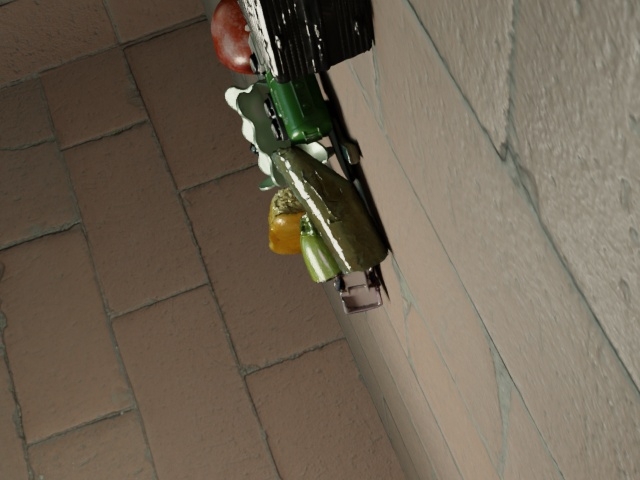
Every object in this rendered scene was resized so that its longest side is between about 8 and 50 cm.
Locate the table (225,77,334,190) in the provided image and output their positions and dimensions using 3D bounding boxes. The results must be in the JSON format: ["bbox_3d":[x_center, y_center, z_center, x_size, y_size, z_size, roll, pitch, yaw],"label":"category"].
[{"bbox_3d":[-0.084,-0.218,2.057,0.198,0.167,0.166,63,178,-22],"label":"table"}]

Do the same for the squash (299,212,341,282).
[{"bbox_3d":[-0.006,-0.002,1.985,0.132,0.105,0.105,56,179,-17],"label":"squash"}]

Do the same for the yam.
[{"bbox_3d":[0.017,-0.065,1.907,0.259,0.106,0.106,59,176,-7],"label":"yam"}]

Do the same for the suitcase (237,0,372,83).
[{"bbox_3d":[-0.055,-0.374,1.286,0.335,0.152,0.229,77,172,-60],"label":"suitcase"}]

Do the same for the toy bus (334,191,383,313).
[{"bbox_3d":[0.054,0.012,2.109,0.112,0.090,0.274,-100,-5,-51],"label":"toy bus"}]

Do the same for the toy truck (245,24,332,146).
[{"bbox_3d":[-0.053,-0.278,1.908,0.125,0.101,0.242,107,144,-74],"label":"toy truck"}]

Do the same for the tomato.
[{"bbox_3d":[-0.138,-0.407,2.128,0.187,0.151,0.187,162,90,-90],"label":"tomato"}]

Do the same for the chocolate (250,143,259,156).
[{"bbox_3d":[-0.073,-0.247,2.374,0.156,0.156,0.133,-117,35,-52],"label":"chocolate"}]

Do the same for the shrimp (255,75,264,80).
[{"bbox_3d":[-0.123,-0.410,2.430,0.178,0.075,0.289,-104,-4,-55],"label":"shrimp"}]

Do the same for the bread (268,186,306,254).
[{"bbox_3d":[-0.031,-0.046,2.323,0.245,0.174,0.121,119,135,-74],"label":"bread"}]

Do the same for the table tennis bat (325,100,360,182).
[{"bbox_3d":[0.037,-0.171,1.935,0.274,0.021,0.154,-121,12,-76],"label":"table tennis bat"}]
